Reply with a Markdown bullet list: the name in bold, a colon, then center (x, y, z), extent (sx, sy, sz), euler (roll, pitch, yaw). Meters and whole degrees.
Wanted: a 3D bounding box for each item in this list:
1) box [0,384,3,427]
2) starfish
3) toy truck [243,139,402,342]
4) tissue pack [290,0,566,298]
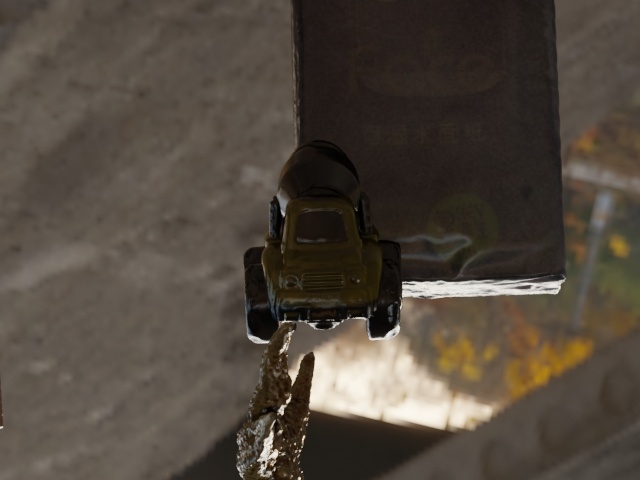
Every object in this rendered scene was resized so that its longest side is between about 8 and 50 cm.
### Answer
- **box**: center (-0.418, 0.084, 1.835), extent (0.215, 0.215, 0.086), euler (-8, 173, 24)
- **starfish**: center (-0.028, 0.177, 1.568), extent (0.062, 0.236, 0.277), euler (1, 148, 15)
- **toy truck**: center (0.000, 0.000, 1.750), extent (0.147, 0.165, 0.224), euler (-2, -171, 1)
- **tissue pack**: center (0.111, -0.138, 2.058), extent (0.288, 0.394, 0.124), euler (0, 168, -1)
